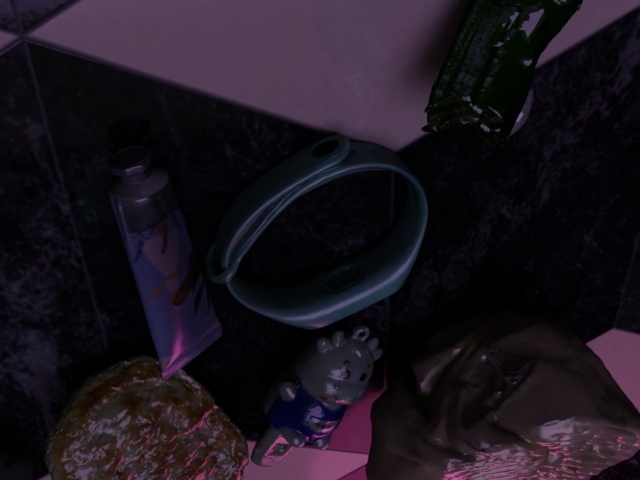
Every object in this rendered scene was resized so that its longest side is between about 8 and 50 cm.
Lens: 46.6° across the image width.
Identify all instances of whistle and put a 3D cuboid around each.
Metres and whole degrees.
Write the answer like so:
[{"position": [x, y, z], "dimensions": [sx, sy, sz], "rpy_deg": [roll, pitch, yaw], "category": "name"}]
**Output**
[{"position": [-0.011, 0.193, 0.903], "dimensions": [0.110, 0.092, 0.244], "rpy_deg": [17, 118, -39], "category": "whistle"}]

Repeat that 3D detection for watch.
[{"position": [0.000, 0.000, 0.783], "dimensions": [0.237, 0.068, 0.195], "rpy_deg": [-25, 127, 1], "category": "watch"}]

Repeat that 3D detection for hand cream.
[{"position": [-0.157, 0.028, 0.761], "dimensions": [0.091, 0.058, 0.271], "rpy_deg": [-41, 138, -35], "category": "hand cream"}]

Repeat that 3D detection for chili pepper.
[{"position": [0.172, -0.185, 0.680], "dimensions": [0.098, 0.061, 0.224], "rpy_deg": [32, 97, -2], "category": "chili pepper"}]

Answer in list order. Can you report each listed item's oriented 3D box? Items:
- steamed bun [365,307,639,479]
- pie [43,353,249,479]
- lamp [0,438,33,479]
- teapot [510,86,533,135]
[{"position": [0.209, 0.206, 0.914], "dimensions": [0.320, 0.206, 0.275], "rpy_deg": [-8, 142, -12], "category": "steamed bun"}, {"position": [-0.206, 0.245, 0.867], "dimensions": [0.201, 0.090, 0.248], "rpy_deg": [-39, 123, -13], "category": "pie"}, {"position": [-0.344, 0.294, 0.860], "dimensions": [0.215, 0.121, 0.121], "rpy_deg": [23, 116, -40], "category": "lamp"}, {"position": [0.172, -0.148, 0.740], "dimensions": [0.064, 0.064, 0.083], "rpy_deg": [18, 85, -19], "category": "teapot"}]
